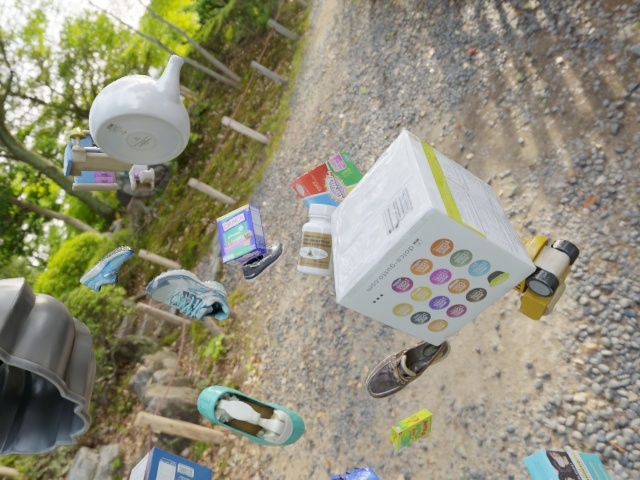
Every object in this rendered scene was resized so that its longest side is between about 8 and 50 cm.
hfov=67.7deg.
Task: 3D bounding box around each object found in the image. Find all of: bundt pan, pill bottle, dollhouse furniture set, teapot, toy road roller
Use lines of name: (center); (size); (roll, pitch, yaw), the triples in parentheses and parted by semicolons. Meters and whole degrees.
bundt pan: (-0.433, 0.141, 0.577); (0.331, 0.331, 0.124); (-49, 29, 37)
pill bottle: (0.000, 0.000, 1.580); (0.131, 0.131, 0.229); (-179, 97, -68)
dollhouse furniture set: (-0.667, -0.299, 1.536); (0.303, 0.287, 0.198); (-24, 72, 58)
teapot: (-0.458, -0.323, 1.213); (0.252, 0.256, 0.187); (104, 158, -63)
toy road roller: (0.760, 0.111, 1.733); (0.241, 0.329, 0.202); (30, 68, 32)

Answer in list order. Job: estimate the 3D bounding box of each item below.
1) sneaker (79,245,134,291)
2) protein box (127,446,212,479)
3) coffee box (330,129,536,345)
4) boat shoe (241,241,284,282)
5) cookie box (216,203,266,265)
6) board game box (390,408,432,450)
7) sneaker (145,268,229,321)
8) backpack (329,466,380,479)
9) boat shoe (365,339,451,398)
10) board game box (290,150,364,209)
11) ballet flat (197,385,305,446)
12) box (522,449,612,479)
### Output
sneaker: (-0.564, 0.078, 1.292); (0.162, 0.073, 0.063); (-38, 19, 3)
protein box: (-0.422, 0.720, 1.307); (0.136, 0.200, 0.201); (-47, 25, 17)
coffee box: (0.259, 0.000, 1.221); (0.337, 0.335, 0.338); (-49, 27, 31)
boat shoe: (-0.189, 0.055, 1.573); (0.075, 0.064, 0.206); (-7, 29, 37)
cookie box: (-0.170, -0.011, 1.023); (0.092, 0.040, 0.107); (-23, 65, 23)
board game box: (0.359, 0.745, 1.883); (0.043, 0.181, 0.092); (29, 126, 51)
sneaker: (-0.373, 0.170, 1.402); (0.110, 0.283, 0.122); (-47, 53, 18)
backpack: (0.072, 0.468, 0.874); (0.101, 0.098, 0.120); (-39, 1, -44)
boat shoe: (0.296, 0.437, 1.663); (0.342, 0.123, 0.123); (-33, 68, 8)
board game box: (0.062, -0.210, 1.989); (0.316, 0.242, 0.064); (-37, 2, -39)
ballet flat: (-0.125, 0.359, 0.948); (0.087, 0.247, 0.083); (-14, 51, 61)
box: (0.583, 0.550, 1.106); (0.060, 0.244, 0.100); (-49, 38, 31)
